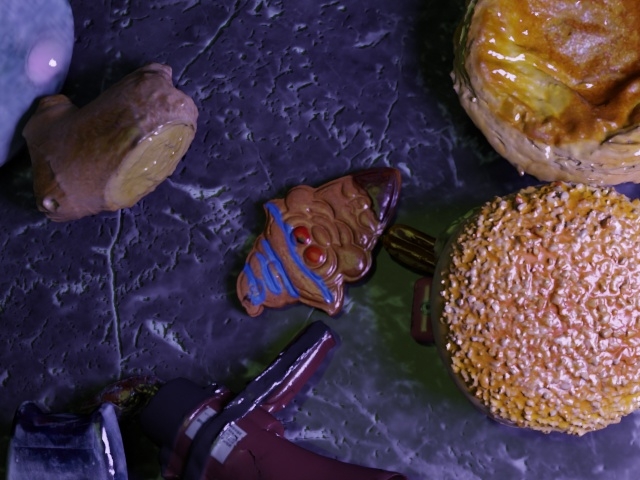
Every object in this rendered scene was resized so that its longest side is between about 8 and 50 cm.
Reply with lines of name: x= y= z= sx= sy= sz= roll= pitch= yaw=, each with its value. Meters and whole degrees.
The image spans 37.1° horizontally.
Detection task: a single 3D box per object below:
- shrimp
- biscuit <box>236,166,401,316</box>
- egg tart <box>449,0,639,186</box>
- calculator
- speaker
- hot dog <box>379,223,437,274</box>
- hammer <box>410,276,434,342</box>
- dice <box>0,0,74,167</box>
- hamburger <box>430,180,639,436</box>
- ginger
shrimp: x=-0.275 y=0.225 z=1.265 sx=0.165 sy=0.056 sz=0.065 roll=-27 pitch=78 yaw=8
biscuit: x=0.000 y=0.000 z=1.272 sx=0.280 sy=0.043 sz=0.183 roll=-40 pitch=74 yaw=4
egg tart: x=0.337 y=-0.221 z=1.181 sx=0.352 sy=0.150 sz=0.352 roll=-4 pitch=78 yaw=19
calculator: x=-0.330 y=0.344 z=1.236 sx=0.177 sy=0.040 sz=0.268 roll=-3 pitch=92 yaw=17
speaker: x=-0.047 y=0.243 z=1.147 sx=0.329 sy=0.198 sz=0.259 roll=36 pitch=99 yaw=27
hot dog: x=0.135 y=0.018 z=1.235 sx=0.122 sy=0.037 sz=0.049 roll=29 pitch=72 yaw=13
hammer: x=0.135 y=0.088 z=1.210 sx=0.043 sy=0.043 sz=0.083 roll=5 pitch=78 yaw=14
dice: x=-0.571 y=-0.292 z=1.327 sx=0.328 sy=0.348 sz=0.330 roll=28 pitch=77 yaw=18
hamburger: x=0.270 y=0.076 z=1.085 sx=0.302 sy=0.170 sz=0.302 roll=1 pitch=95 yaw=16
ginger: x=-0.303 y=-0.147 z=1.333 sx=0.221 sy=0.130 sz=0.276 roll=34 pitch=80 yaw=28
